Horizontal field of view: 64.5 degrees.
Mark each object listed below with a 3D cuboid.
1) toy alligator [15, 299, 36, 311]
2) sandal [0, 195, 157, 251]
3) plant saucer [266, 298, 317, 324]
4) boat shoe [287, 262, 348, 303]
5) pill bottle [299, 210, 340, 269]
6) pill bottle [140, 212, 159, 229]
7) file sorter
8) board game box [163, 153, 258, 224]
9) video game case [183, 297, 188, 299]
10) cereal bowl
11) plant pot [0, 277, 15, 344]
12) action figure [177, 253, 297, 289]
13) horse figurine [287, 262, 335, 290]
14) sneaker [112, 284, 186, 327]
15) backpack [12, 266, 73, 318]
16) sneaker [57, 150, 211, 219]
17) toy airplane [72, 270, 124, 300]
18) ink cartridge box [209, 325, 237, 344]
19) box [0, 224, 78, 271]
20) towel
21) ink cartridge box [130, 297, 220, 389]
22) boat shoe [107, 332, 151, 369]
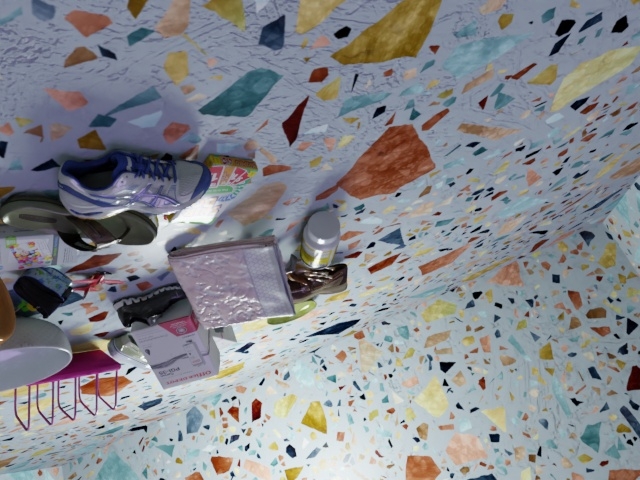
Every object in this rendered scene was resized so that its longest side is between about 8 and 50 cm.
[{"bbox_3d":[-0.756,0.153,1.331,0.190,0.056,0.051,-18,113,5],"label":"toy alligator"},{"bbox_3d":[-0.502,-0.018,1.068,0.303,0.086,0.120,7,144,-28],"label":"sandal"},{"bbox_3d":[-0.133,0.314,2.288,0.241,0.037,0.241,-20,158,-9],"label":"plant saucer"},{"bbox_3d":[-0.045,0.149,1.937,0.343,0.123,0.123,-7,123,-24],"label":"boat shoe"},{"bbox_3d":[0.000,0.000,1.608,0.119,0.119,0.208,-17,157,-16],"label":"pill bottle"},{"bbox_3d":[-0.413,-0.046,1.184,0.065,0.065,0.116,-16,156,-18],"label":"pill bottle"},{"bbox_3d":[-0.863,0.504,1.722,0.291,0.182,0.202,-1,-174,-43],"label":"file sorter"},{"bbox_3d":[-0.270,-0.110,1.224,0.124,0.039,0.259,1,150,-44],"label":"board game box"},{"bbox_3d":[-0.509,0.238,1.791,0.119,0.015,0.166,-13,155,-24],"label":"video game case"},{"bbox_3d":[-0.889,0.305,1.416,0.339,0.141,0.339,-19,158,-8],"label":"cereal bowl"},{"bbox_3d":[-0.763,0.149,1.006,0.204,0.290,0.290,-23,158,-9],"label":"plant pot"},{"bbox_3d":[-0.271,0.161,1.648,0.342,0.178,0.330,1,138,-50],"label":"action figure"},{"bbox_3d":[-0.049,0.113,1.754,0.175,0.066,0.263,7,-174,8],"label":"horse figurine"},{"bbox_3d":[-0.525,0.216,1.606,0.235,0.106,0.078,-15,157,-18],"label":"sneaker"},{"bbox_3d":[-0.683,0.116,1.249,0.105,0.084,0.114,-37,113,26],"label":"backpack"},{"bbox_3d":[-0.362,-0.119,1.011,0.297,0.111,0.131,-15,156,-21],"label":"sneaker"},{"bbox_3d":[-0.626,0.120,1.400,0.151,0.028,0.151,-18,156,-8],"label":"toy airplane"},{"bbox_3d":[-0.482,0.358,1.920,0.207,0.119,0.353,-23,160,5],"label":"ink cartridge box"},{"bbox_3d":[-0.643,0.013,1.135,0.186,0.038,0.145,-6,152,-34],"label":"box"},{"bbox_3d":[-0.254,0.137,1.524,0.318,0.053,0.331,-9,131,3],"label":"towel"},{"bbox_3d":[-0.481,0.351,1.720,0.208,0.117,0.282,-16,122,0],"label":"ink cartridge box"},{"bbox_3d":[-0.674,0.422,1.931,0.094,0.109,0.302,-29,154,8],"label":"boat shoe"}]
